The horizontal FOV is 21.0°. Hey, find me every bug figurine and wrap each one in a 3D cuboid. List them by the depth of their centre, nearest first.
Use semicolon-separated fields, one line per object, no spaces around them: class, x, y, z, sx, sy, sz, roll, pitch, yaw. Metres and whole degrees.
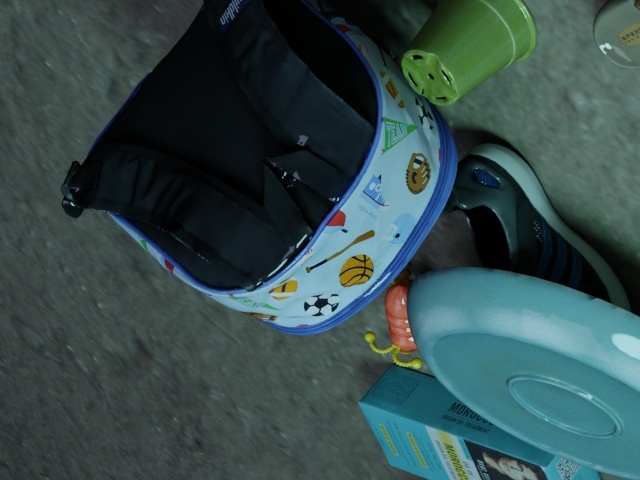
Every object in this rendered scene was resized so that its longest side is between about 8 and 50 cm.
bug figurine;0.000;0.000;1.610;0.279;0.072;0.216;26;148;32

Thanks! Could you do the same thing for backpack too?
backpack;-0.028;-0.056;1.327;0.213;0.276;0.263;26;-166;-38

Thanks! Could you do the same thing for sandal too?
sandal;0.227;-0.145;1.113;0.072;0.049;0.180;47;153;-6

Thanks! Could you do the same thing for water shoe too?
water shoe;0.167;0.017;1.394;0.203;0.080;0.073;50;153;-12

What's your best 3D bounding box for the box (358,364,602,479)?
box;0.157;0.203;1.698;0.244;0.060;0.100;15;141;44

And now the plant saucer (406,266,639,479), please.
plant saucer;0.209;0.124;1.437;0.317;0.044;0.317;23;159;10

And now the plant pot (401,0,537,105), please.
plant pot;0.101;-0.141;1.260;0.083;0.079;0.083;33;152;20
